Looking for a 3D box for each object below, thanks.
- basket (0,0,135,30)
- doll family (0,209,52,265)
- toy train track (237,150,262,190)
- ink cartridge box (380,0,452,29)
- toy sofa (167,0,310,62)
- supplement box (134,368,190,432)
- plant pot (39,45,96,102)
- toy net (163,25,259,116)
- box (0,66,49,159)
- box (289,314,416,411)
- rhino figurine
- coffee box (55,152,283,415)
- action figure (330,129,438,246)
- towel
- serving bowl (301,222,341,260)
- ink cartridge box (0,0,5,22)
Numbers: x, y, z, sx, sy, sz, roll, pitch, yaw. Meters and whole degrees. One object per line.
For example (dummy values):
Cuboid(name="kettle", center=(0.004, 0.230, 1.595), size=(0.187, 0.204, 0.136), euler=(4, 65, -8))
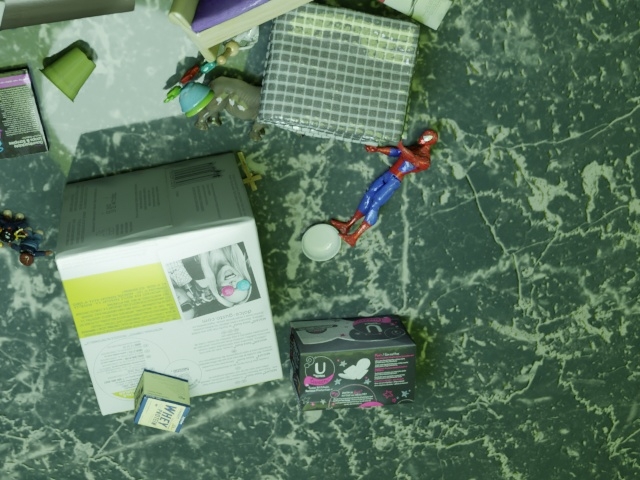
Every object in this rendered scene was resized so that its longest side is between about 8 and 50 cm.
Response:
Cuboid(name="basket", center=(-0.431, -0.456, 1.587), size=(0.226, 0.154, 0.205), euler=(-1, 101, -14))
Cuboid(name="doll family", center=(-0.608, -0.006, 1.774), size=(0.192, 0.111, 0.076), euler=(2, 113, -12))
Cuboid(name="toy train track", center=(-0.143, -0.139, 1.854), size=(0.048, 0.014, 0.083), euler=(-14, 111, 21))
Cuboid(name="ink cartridge box", center=(0.153, -0.452, 1.715), size=(0.150, 0.109, 0.063), euler=(23, 107, -19))
Cuboid(name="toy sofa", center=(-0.086, -0.462, 1.561), size=(0.362, 0.150, 0.177), euler=(-18, 133, 24))
Cuboid(name="supplement box", center=(-0.273, 0.276, 1.608), size=(0.083, 0.083, 0.056), euler=(17, 112, -19))
Cuboid(name="plant pot", center=(-0.451, -0.307, 1.694), size=(0.079, 0.083, 0.083), euler=(-46, 114, -3))
Cuboid(name="toy net", center=(-0.187, -0.324, 1.721), size=(0.232, 0.122, 0.045), euler=(-48, 113, -11))
Cuboid(name="box", center=(-0.577, -0.232, 1.725), size=(0.116, 0.029, 0.162), euler=(-10, 114, -5))
Cuboid(name="box", center=(0.065, 0.254, 1.987), size=(0.247, 0.163, 0.142), euler=(-2, 111, -10))
Cuboid(name="rhino figurine", center=(-0.112, -0.247, 1.780), size=(0.243, 0.073, 0.106), euler=(9, 115, -16))
Cuboid(name="coffee box", center=(-0.277, 0.072, 1.744), size=(0.338, 0.338, 0.335), euler=(-12, 117, -5))
Cuboid(name="action figure", center=(0.112, -0.132, 1.860), size=(0.280, 0.091, 0.139), euler=(-45, 123, 11))
Cuboid(name="towel", center=(0.039, -0.304, 1.701), size=(0.283, 0.121, 0.235), euler=(8, 87, -6))
Cuboid(name="serving bowl", center=(0.000, 0.000, 1.935), size=(0.083, 0.027, 0.083), euler=(-4, 114, -9))
Cuboid(name="ink cartridge box", center=(-0.623, -0.438, 1.507), size=(0.296, 0.066, 0.261), euler=(30, 111, 23))
